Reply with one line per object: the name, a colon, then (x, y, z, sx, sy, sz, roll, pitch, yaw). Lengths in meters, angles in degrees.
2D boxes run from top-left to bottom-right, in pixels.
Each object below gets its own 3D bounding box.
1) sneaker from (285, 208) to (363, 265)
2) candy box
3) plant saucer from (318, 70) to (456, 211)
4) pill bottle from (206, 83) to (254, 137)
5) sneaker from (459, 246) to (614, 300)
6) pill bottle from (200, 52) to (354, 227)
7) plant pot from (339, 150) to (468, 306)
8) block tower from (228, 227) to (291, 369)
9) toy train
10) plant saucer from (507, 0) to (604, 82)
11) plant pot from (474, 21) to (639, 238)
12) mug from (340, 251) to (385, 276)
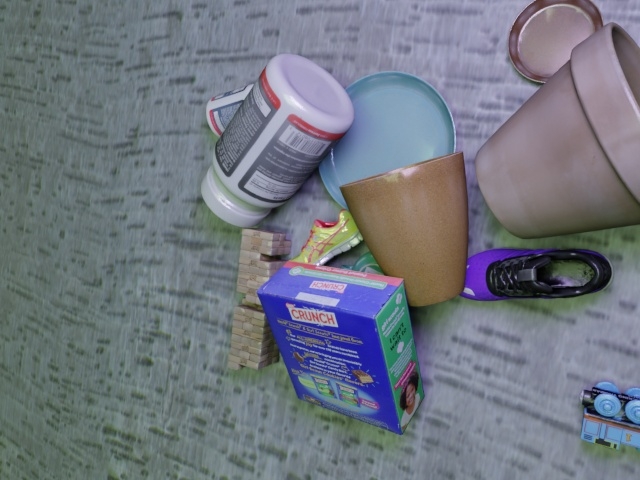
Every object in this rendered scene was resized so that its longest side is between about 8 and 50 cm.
sneaker: (0.000, 0.000, 1.228, 0.208, 0.081, 0.094, -32, 101, 14)
candy box: (0.047, 0.210, 1.099, 0.268, 0.122, 0.317, 9, 130, 34)
plant saucer: (0.140, -0.202, 1.186, 0.317, 0.043, 0.318, 0, 91, 28)
pill bottle: (-0.173, -0.314, 1.312, 0.180, 0.108, 0.108, -9, 86, 28)
sneaker: (0.375, 0.060, 1.006, 0.293, 0.146, 0.102, -8, 87, 27)
pill bottle: (-0.108, -0.203, 1.194, 0.363, 0.210, 0.210, -45, 71, 37)
plant pot: (0.185, -0.015, 1.034, 0.237, 0.237, 0.255, -14, 96, 27)
block tower: (-0.144, 0.143, 1.312, 0.097, 0.091, 0.336, 11, 96, 28)
toy train: (0.552, 0.318, 0.960, 0.184, 0.080, 0.105, 9, 104, 25)
plant saucer: (0.442, -0.380, 1.032, 0.168, 0.029, 0.169, 0, 90, 28)
plant pot: (0.430, -0.137, 0.912, 0.280, 0.323, 0.323, -31, 76, 41)
mug: (0.118, 0.088, 1.169, 0.157, 0.097, 0.130, -26, 79, 25)
